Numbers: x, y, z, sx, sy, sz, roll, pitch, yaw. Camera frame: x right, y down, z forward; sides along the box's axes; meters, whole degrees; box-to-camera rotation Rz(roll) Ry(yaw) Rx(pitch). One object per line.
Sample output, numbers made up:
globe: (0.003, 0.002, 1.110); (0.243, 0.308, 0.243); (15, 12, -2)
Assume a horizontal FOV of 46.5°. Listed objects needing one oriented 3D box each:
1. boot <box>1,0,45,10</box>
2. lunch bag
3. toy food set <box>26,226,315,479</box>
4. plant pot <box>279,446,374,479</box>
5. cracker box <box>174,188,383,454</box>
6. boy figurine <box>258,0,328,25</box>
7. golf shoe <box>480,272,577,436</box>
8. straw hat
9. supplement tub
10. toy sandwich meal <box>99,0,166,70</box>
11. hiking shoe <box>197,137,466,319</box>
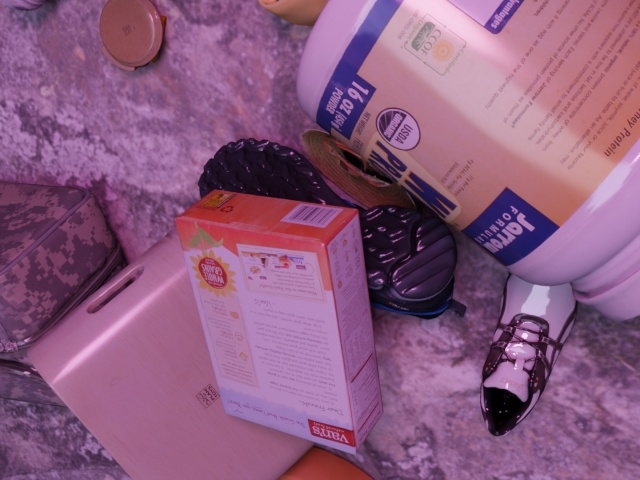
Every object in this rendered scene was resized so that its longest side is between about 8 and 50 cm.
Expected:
boot: (-0.336, -0.377, 0.762); (0.123, 0.095, 0.258); (-26, 109, 22)
lunch bag: (-0.380, 0.083, 0.906); (0.305, 0.212, 0.256); (1, 128, 22)
toy food set: (-0.138, 0.164, 0.828); (0.306, 0.219, 0.092); (54, 163, -15)
plant pot: (-0.051, 0.428, 0.912); (0.291, 0.203, 0.291); (9, 115, 19)
cracker box: (-0.033, 0.075, 0.692); (0.155, 0.067, 0.232); (10, 124, 29)
boy figurine: (0.019, -0.305, 0.618); (0.285, 0.092, 0.177); (-56, 46, 50)
golf shoe: (0.206, 0.108, 0.741); (0.077, 0.094, 0.198); (14, 114, 17)
straw hat: (0.053, -0.085, 0.729); (0.144, 0.144, 0.061); (33, 78, 6)
supplement tub: (0.163, -0.107, 0.589); (0.316, 0.228, 0.228); (38, 120, 4)
toy sandwich meal: (-0.200, -0.224, 0.800); (0.085, 0.029, 0.086); (6, 109, 18)
hiking shoe: (0.000, 0.000, 0.765); (0.304, 0.113, 0.132); (29, 163, 27)
